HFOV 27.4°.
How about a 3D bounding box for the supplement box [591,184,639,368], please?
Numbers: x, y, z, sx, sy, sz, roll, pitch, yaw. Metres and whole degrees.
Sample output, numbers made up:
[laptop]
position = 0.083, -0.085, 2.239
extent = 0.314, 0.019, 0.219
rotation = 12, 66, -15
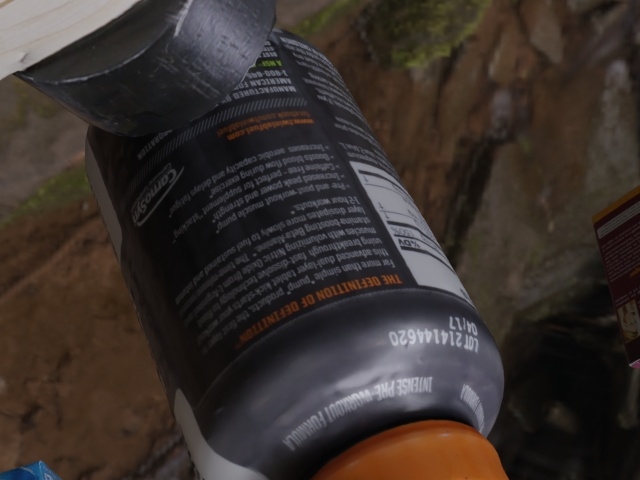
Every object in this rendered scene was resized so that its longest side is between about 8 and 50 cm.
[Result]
[supplement box]
position = 0.377, 0.038, 1.432
extent = 0.081, 0.104, 0.188
rotation = 11, 57, -32

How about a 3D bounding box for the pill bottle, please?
[pill bottle]
position = -0.008, 0.031, 0.546
extent = 0.130, 0.245, 0.130
rotation = -15, 140, -13

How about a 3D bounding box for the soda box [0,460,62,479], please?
[soda box]
position = -0.201, 0.231, 0.965
extent = 0.210, 0.071, 0.067
rotation = 75, -3, -62

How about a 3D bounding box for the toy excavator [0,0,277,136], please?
[toy excavator]
position = -0.142, -0.270, 0.507
extent = 0.222, 0.433, 0.445
rotation = 33, 37, -57
